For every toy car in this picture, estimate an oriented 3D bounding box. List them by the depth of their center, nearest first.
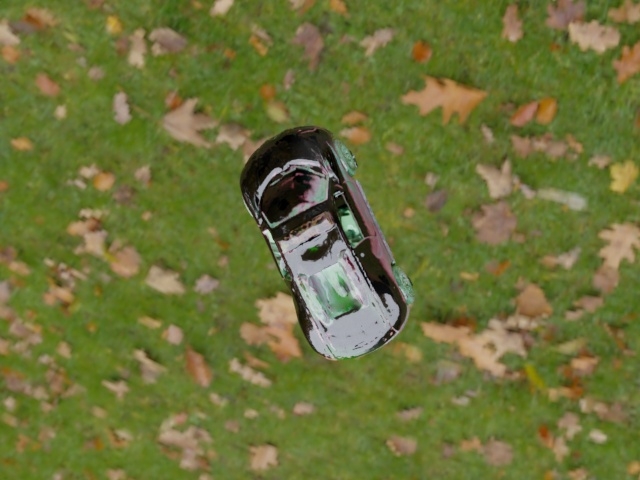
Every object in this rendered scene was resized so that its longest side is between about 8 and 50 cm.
[{"bbox_3d":[0.000,0.000,0.695,0.069,0.055,0.142,-27,81,17],"label":"toy car"}]
